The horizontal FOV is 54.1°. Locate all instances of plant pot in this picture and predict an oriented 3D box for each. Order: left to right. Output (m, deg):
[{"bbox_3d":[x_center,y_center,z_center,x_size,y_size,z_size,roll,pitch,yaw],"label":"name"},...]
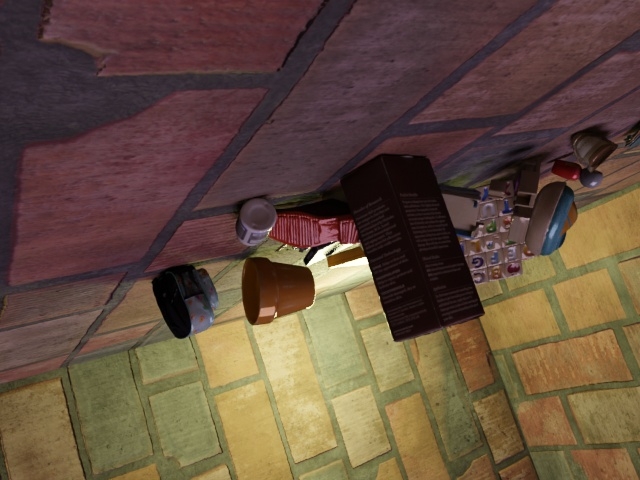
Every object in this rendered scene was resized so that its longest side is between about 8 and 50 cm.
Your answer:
[{"bbox_3d":[-0.125,0.150,1.916,0.188,0.205,0.205,-2,164,-22],"label":"plant pot"}]

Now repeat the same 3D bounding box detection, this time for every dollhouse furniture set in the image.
[{"bbox_3d":[0.458,-0.158,1.803,0.304,0.198,0.286,10,152,15],"label":"dollhouse furniture set"}]

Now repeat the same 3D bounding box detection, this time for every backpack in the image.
[{"bbox_3d":[-0.373,0.176,1.762,0.144,0.188,0.166,-9,165,-41],"label":"backpack"}]

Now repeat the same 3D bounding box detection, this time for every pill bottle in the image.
[{"bbox_3d":[-0.144,-0.036,1.368,0.078,0.078,0.137,-15,169,-18],"label":"pill bottle"}]

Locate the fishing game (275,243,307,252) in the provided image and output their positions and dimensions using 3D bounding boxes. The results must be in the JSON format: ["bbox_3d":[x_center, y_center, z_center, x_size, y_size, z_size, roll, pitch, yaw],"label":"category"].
[{"bbox_3d":[0.000,0.000,1.903,0.264,0.041,0.189,-10,164,-38],"label":"fishing game"}]

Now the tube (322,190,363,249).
[{"bbox_3d":[0.093,-0.047,1.571,0.070,0.062,0.240,-50,137,-14],"label":"tube"}]

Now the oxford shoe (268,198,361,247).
[{"bbox_3d":[-0.009,-0.047,1.474,0.272,0.098,0.096,3,128,-2],"label":"oxford shoe"}]

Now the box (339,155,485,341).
[{"bbox_3d":[0.200,0.013,1.374,0.143,0.381,0.191,-24,167,40],"label":"box"}]

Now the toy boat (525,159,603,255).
[{"bbox_3d":[0.729,-0.112,1.876,0.318,0.148,0.267,-58,156,-24],"label":"toy boat"}]

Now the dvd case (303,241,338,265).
[{"bbox_3d":[0.047,0.008,1.863,0.179,0.029,0.238,-24,173,-14],"label":"dvd case"}]

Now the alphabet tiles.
[{"bbox_3d":[0.548,-0.020,2.008,0.285,0.342,0.011,-13,-156,3],"label":"alphabet tiles"}]

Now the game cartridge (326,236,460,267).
[{"bbox_3d":[0.227,0.032,1.978,0.324,0.052,0.285,-8,173,-34],"label":"game cartridge"}]

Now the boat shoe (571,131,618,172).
[{"bbox_3d":[0.777,-0.263,1.790,0.104,0.089,0.285,-50,162,16],"label":"boat shoe"}]

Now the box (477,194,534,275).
[{"bbox_3d":[0.626,-0.030,2.189,0.279,0.177,0.290,-20,-170,6],"label":"box"}]

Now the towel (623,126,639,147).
[{"bbox_3d":[1.040,-0.375,1.749,0.272,0.040,0.370,-20,167,3],"label":"towel"}]
